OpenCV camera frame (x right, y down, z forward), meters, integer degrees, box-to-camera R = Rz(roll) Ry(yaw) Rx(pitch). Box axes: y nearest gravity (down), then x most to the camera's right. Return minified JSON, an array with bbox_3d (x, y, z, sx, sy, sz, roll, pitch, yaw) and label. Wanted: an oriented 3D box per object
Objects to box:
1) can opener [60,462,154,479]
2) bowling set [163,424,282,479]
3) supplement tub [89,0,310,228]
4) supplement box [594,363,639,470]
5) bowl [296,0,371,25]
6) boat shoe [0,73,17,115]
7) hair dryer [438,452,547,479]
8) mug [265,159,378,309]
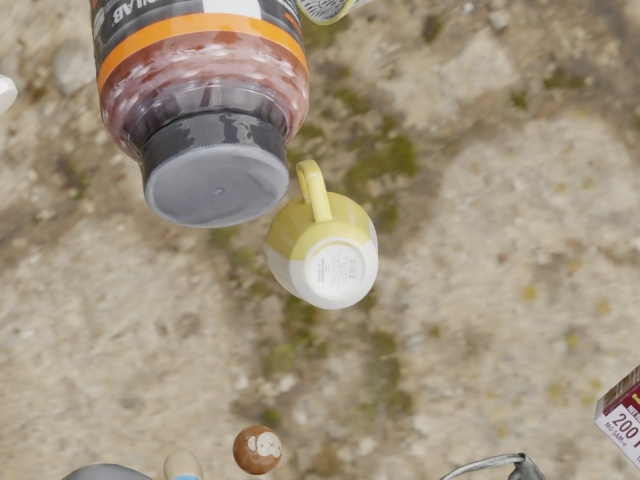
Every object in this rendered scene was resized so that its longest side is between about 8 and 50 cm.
[{"bbox_3d":[-0.113,0.175,0.403,0.095,0.076,0.283,47,108,18],"label":"can opener"},{"bbox_3d":[-0.112,0.301,1.953,0.287,0.154,0.200,18,117,-21],"label":"bowling set"},{"bbox_3d":[-0.062,-0.106,0.921,0.106,0.106,0.198,4,55,-22],"label":"supplement tub"},{"bbox_3d":[0.385,0.130,1.712,0.239,0.073,0.130,-43,91,14],"label":"supplement box"},{"bbox_3d":[0.033,-0.208,1.035,0.080,0.170,0.170,-7,84,-18],"label":"bowl"},{"bbox_3d":[-0.335,-0.118,1.650,0.066,0.184,0.063,-28,90,-37],"label":"boat shoe"},{"bbox_3d":[0.176,0.245,1.336,0.293,0.223,0.080,-2,46,-33],"label":"hair dryer"},{"bbox_3d":[-0.001,0.004,0.997,0.062,0.064,0.078,-44,103,3],"label":"mug"}]
